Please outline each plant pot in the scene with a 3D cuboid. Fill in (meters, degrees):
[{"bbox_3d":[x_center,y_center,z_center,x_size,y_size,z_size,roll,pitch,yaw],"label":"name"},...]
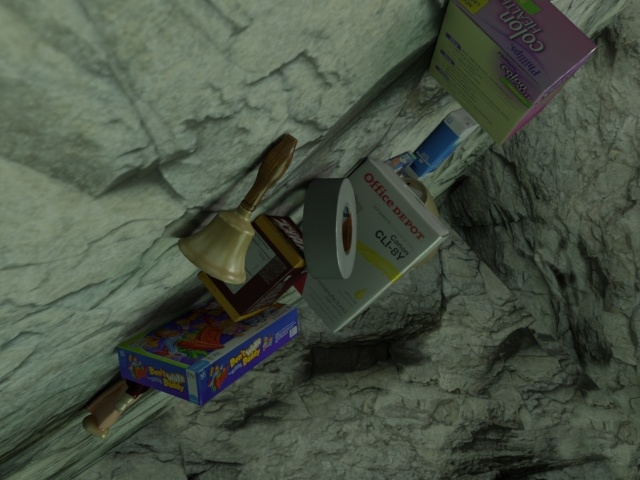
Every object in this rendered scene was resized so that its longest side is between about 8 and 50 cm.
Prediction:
[{"bbox_3d":[0.271,-0.079,1.668,0.256,0.256,0.274,-39,157,-12],"label":"plant pot"}]

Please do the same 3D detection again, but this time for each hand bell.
[{"bbox_3d":[-0.112,-0.064,0.831,0.242,0.126,0.126,-56,168,11],"label":"hand bell"}]

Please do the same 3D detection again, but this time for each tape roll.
[{"bbox_3d":[0.025,-0.025,1.127,0.072,0.219,0.219,0,-179,15],"label":"tape roll"}]

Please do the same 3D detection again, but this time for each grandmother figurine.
[{"bbox_3d":[-0.462,0.355,1.320,0.342,0.104,0.208,-46,-163,13],"label":"grandmother figurine"}]

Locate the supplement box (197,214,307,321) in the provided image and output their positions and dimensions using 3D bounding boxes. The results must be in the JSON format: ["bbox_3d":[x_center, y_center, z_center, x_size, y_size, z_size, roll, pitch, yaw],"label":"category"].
[{"bbox_3d":[-0.124,0.056,1.152,0.194,0.129,0.191,-43,171,11],"label":"supplement box"}]

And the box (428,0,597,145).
[{"bbox_3d":[0.321,-0.320,0.930,0.117,0.213,0.243,-40,170,-3],"label":"box"}]

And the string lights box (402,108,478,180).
[{"bbox_3d":[0.381,-0.300,1.688,0.133,0.077,0.259,-28,165,-51],"label":"string lights box"}]

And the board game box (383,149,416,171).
[{"bbox_3d":[0.194,-0.193,1.565,0.201,0.035,0.136,-30,166,-50],"label":"board game box"}]

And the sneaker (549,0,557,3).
[{"bbox_3d":[0.466,-0.516,1.023,0.235,0.090,0.095,-38,180,-9],"label":"sneaker"}]

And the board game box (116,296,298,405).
[{"bbox_3d":[-0.242,0.227,1.194,0.347,0.233,0.078,-27,120,-56],"label":"board game box"}]

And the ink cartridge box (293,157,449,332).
[{"bbox_3d":[0.101,0.010,1.392,0.385,0.279,0.160,-44,169,17],"label":"ink cartridge box"}]
